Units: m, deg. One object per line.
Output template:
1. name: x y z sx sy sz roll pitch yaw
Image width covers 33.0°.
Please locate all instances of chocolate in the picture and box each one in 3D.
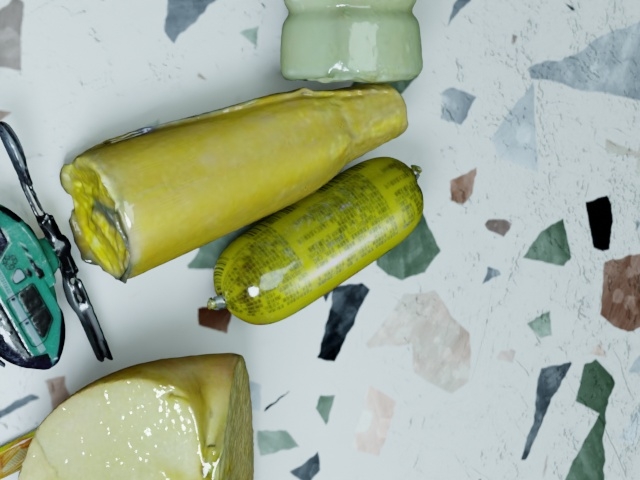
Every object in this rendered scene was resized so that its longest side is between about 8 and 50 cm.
1. chocolate: -0.089 -0.099 1.328 0.445 0.162 0.162 -24 105 -29

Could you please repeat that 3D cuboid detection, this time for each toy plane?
1. toy plane: -0.359 0.004 1.203 0.155 0.106 0.382 -32 107 -30

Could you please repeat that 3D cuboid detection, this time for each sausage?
1. sausage: 0.000 0.000 1.381 0.347 0.123 0.123 -32 108 -23

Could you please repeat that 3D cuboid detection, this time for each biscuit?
1. biscuit: -0.315 0.232 1.280 0.292 0.026 0.048 -25 99 -26

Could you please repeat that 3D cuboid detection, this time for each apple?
1. apple: -0.180 0.284 1.229 0.314 0.252 0.309 -3 93 -36

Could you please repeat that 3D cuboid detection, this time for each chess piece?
1. chess piece: 0.032 -0.418 1.330 0.234 0.234 0.442 -5 101 -28
